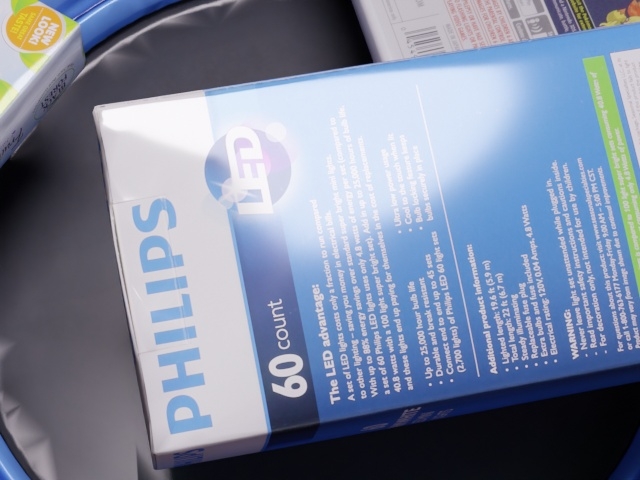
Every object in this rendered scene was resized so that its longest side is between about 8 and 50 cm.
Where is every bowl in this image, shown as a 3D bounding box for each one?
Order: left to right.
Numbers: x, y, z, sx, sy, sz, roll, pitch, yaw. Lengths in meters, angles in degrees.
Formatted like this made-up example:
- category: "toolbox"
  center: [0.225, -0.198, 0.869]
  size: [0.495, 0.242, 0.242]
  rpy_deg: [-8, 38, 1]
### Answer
- category: "bowl"
  center: [0.000, 0.000, 0.696]
  size: [0.391, 0.077, 0.391]
  rpy_deg: [1, 64, -3]

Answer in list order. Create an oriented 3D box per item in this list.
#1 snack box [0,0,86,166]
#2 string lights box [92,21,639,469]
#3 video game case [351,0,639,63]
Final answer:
- category: "snack box"
  center: [-0.181, -0.057, 0.651]
  size: [0.100, 0.037, 0.141]
  rpy_deg: [30, 66, 10]
- category: "string lights box"
  center: [0.051, -0.001, 0.599]
  size: [0.259, 0.077, 0.133]
  rpy_deg: [-9, 78, -7]
- category: "video game case"
  center: [0.104, -0.127, 0.709]
  size: [0.183, 0.023, 0.201]
  rpy_deg: [-14, 64, -9]
